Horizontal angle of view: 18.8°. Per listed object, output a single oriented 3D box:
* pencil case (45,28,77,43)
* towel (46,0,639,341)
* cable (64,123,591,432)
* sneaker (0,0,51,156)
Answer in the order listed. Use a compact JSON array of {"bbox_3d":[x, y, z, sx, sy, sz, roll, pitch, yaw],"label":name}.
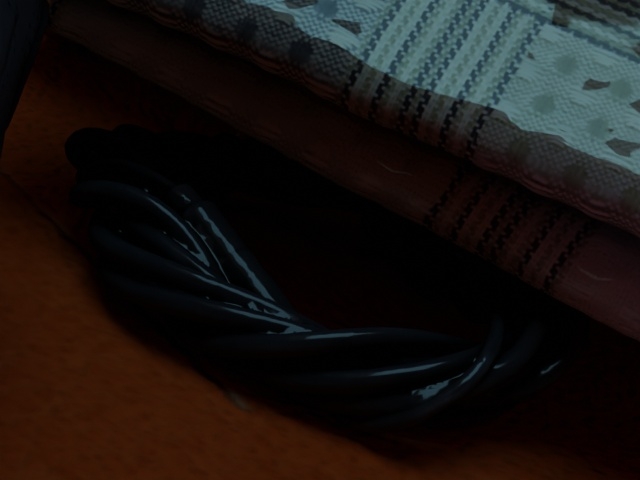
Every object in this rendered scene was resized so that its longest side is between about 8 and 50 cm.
[{"bbox_3d":[0.074,-0.087,0.729,0.386,0.160,0.167,23,-13,10],"label":"pencil case"},{"bbox_3d":[0.102,-0.112,0.632,0.324,0.056,0.312,25,52,13],"label":"towel"},{"bbox_3d":[0.000,0.000,0.591,0.150,0.047,0.184,11,22,-21],"label":"cable"},{"bbox_3d":[-0.130,-0.018,0.411,0.126,0.127,0.321,16,22,-12],"label":"sneaker"}]
